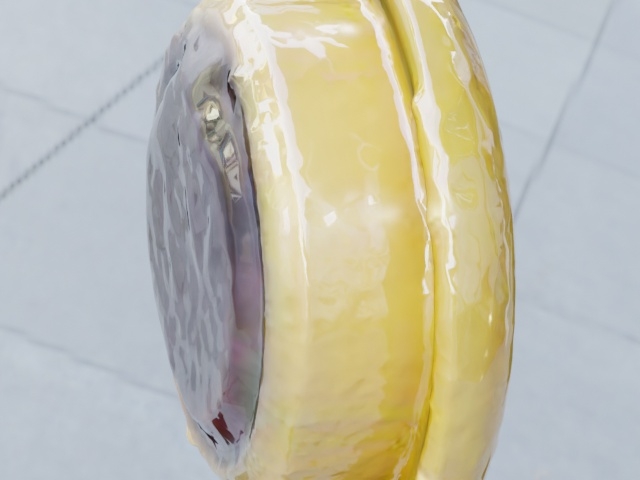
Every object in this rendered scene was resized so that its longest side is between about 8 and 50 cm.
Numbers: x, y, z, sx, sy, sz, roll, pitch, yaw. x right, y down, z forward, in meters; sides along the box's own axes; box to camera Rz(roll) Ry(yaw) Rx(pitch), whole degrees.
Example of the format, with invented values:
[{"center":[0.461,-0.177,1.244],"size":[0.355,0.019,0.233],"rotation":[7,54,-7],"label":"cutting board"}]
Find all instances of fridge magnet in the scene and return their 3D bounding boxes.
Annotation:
[{"center":[0.000,0.000,0.413],"size":[0.063,0.143,0.143],"rotation":[-5,32,-17],"label":"fridge magnet"}]
